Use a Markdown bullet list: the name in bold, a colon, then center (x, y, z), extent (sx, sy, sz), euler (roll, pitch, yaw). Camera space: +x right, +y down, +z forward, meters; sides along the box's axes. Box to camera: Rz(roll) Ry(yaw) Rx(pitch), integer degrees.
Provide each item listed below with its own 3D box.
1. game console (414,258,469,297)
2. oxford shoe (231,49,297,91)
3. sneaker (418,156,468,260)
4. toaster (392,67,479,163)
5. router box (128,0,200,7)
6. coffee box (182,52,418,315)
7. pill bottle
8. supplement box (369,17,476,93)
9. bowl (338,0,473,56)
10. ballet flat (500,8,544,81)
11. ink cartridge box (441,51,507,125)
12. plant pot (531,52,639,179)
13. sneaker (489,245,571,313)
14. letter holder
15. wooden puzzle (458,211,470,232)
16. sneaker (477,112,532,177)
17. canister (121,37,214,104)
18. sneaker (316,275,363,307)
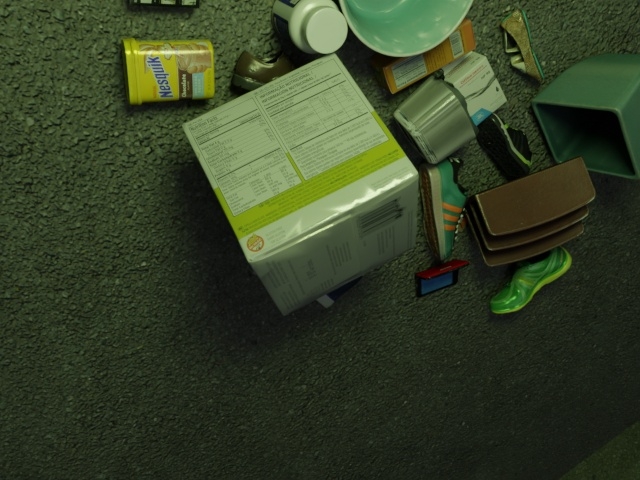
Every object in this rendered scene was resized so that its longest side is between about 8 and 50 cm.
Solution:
- **game console**: center (0.357, 0.116, 1.756), extent (0.144, 0.124, 0.085), euler (-19, 98, -13)
- **oxford shoe**: center (-0.070, -0.353, 1.293), extent (0.227, 0.083, 0.096), euler (8, 110, -29)
- **sneaker**: center (0.344, -0.082, 1.616), extent (0.121, 0.108, 0.302), euler (-17, 123, -9)
- **toaster**: center (0.273, -0.287, 1.435), extent (0.146, 0.129, 0.227), euler (-40, 144, 6)
- **router box**: center (-0.281, -0.514, 1.088), extent (0.133, 0.046, 0.179), euler (-6, 143, -21)
- **coffee box**: center (-0.030, -0.103, 1.236), extent (0.338, 0.334, 0.337), euler (-28, 156, -6)
- **pill bottle**: center (-0.020, -0.435, 1.199), extent (0.112, 0.186, 0.112), euler (-11, 123, -17)
- **supplement box**: center (0.236, -0.430, 1.383), extent (0.233, 0.078, 0.080), euler (-28, 128, -6)
- **bowl**: center (0.151, -0.548, 1.223), extent (0.312, 0.163, 0.311), euler (-10, 122, -17)
- **ballet flat**: center (0.497, -0.473, 1.490), extent (0.067, 0.073, 0.206), euler (-20, 127, 22)
- **ink cartridge box**: center (0.371, -0.385, 1.479), extent (0.104, 0.060, 0.180), euler (-40, 126, 3)
- **plant pot**: center (0.754, -0.349, 1.565), extent (0.252, 0.247, 0.248), euler (-49, 127, -11)
- **sneaker**: center (0.636, 0.112, 1.878), extent (0.295, 0.109, 0.123), euler (-42, 103, 6)
- **letter holder**: center (0.570, -0.066, 1.616), extent (0.302, 0.152, 0.214), euler (-20, 86, -2)
- **wooden puzzle**: center (0.392, -0.059, 1.709), extent (0.116, 0.014, 0.078), euler (6, 116, -27)
- **sneaker**: center (0.497, -0.269, 1.609), extent (0.234, 0.084, 0.097), euler (45, 63, -33)
- **canister**: center (-0.303, -0.340, 1.204), extent (0.170, 0.073, 0.126), euler (-9, 122, -21)
- **sneaker**: center (0.000, 0.000, 1.517), extent (0.236, 0.130, 0.323), euler (-47, 122, -5)
